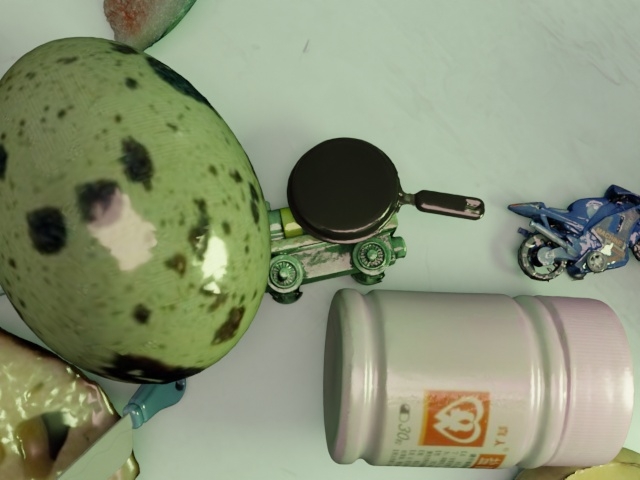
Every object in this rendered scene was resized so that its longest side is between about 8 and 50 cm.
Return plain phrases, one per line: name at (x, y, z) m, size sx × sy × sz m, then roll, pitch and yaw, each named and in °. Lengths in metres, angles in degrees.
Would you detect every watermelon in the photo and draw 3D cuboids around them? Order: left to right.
watermelon at (-0.186, -0.301, 0.941) m, size 0.180 × 0.081 × 0.094 m, roll -22°, pitch 115°, yaw 29°

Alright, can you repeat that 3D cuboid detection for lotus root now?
lotus root at (-0.386, 0.278, 0.830) m, size 0.390 × 0.111 × 0.375 m, roll -13°, pitch 93°, yaw -36°

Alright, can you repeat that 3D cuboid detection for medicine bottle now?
medicine bottle at (0.168, 0.160, 0.913) m, size 0.316 × 0.202 × 0.202 m, roll 3°, pitch 89°, yaw -5°

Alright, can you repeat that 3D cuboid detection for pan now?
pan at (0.076, -0.056, 0.923) m, size 0.235 × 0.028 × 0.136 m, roll 8°, pitch 73°, yaw 3°

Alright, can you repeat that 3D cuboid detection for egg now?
egg at (-0.206, -0.034, 0.836) m, size 0.287 × 0.287 × 0.379 m, roll -17°, pitch 90°, yaw -6°

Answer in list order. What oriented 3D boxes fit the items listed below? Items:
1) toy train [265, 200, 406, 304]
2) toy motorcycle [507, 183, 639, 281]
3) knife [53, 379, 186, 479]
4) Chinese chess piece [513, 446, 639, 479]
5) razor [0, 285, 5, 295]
toy train at (0.000, 0.000, 0.964) m, size 0.200 × 0.083 × 0.132 m, roll -11°, pitch 79°, yaw -6°
toy motorcycle at (0.344, -0.012, 1.000) m, size 0.205 × 0.076 × 0.114 m, roll -7°, pitch 81°, yaw -4°
knife at (-0.218, 0.216, 0.872) m, size 0.032 × 0.244 × 0.058 m, roll 2°, pitch 116°, yaw 21°
Chinese chess piece at (0.342, 0.381, 0.976) m, size 0.257 × 0.104 × 0.257 m, roll 0°, pitch 89°, yaw -6°
razor at (-0.459, 0.073, 0.906) m, size 0.278 × 0.056 × 0.111 m, roll -14°, pitch 88°, yaw 10°
